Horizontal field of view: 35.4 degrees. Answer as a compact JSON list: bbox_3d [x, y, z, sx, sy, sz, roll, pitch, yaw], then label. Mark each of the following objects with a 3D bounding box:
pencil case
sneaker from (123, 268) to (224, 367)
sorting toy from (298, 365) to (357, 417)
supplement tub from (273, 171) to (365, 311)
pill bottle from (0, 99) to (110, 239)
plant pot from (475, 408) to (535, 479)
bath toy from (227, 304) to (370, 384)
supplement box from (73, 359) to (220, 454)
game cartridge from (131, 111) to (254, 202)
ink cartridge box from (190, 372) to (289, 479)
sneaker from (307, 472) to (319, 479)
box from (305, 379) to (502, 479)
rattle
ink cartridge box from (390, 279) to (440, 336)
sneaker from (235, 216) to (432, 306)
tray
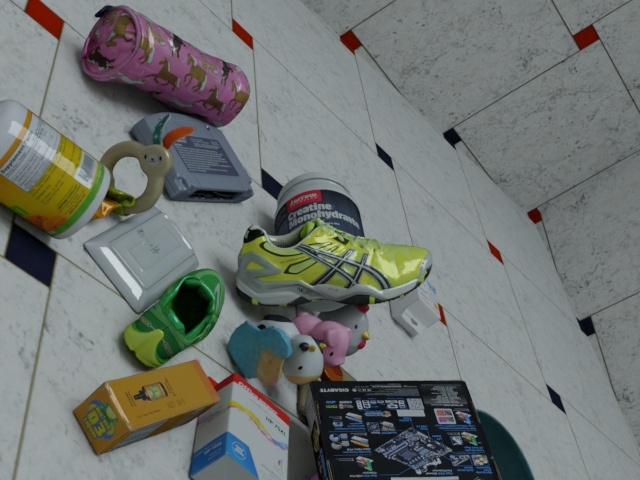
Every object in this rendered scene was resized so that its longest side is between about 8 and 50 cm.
[{"bbox_3d":[-0.311,-0.348,2.065,0.386,0.160,0.167,18,31,-55],"label":"pencil case"},{"bbox_3d":[-0.207,0.114,1.627,0.109,0.123,0.295,52,21,-6],"label":"sneaker"},{"bbox_3d":[0.073,0.343,1.969,0.307,0.041,0.229,43,24,-24],"label":"sorting toy"},{"bbox_3d":[0.000,0.000,2.133,0.191,0.191,0.272,39,26,-33],"label":"supplement tub"},{"bbox_3d":[-0.445,-0.120,1.477,0.246,0.136,0.136,39,26,-32],"label":"pill bottle"},{"bbox_3d":[0.257,0.488,1.888,0.290,0.195,0.290,35,38,-34],"label":"plant pot"},{"bbox_3d":[-0.010,0.182,1.855,0.151,0.129,0.348,53,28,17],"label":"bath toy"},{"bbox_3d":[-0.244,0.234,1.436,0.078,0.080,0.233,58,20,13],"label":"supplement box"},{"bbox_3d":[-0.261,-0.170,2.050,0.196,0.060,0.294,62,23,12],"label":"game cartridge"},{"bbox_3d":[-0.121,0.306,1.576,0.134,0.078,0.231,44,23,-24],"label":"ink cartridge box"},{"bbox_3d":[0.060,0.441,1.735,0.236,0.095,0.104,24,29,-50],"label":"sneaker"},{"bbox_3d":[0.139,0.359,1.689,0.296,0.073,0.293,1,37,-13],"label":"box"},{"bbox_3d":[-0.316,-0.128,1.666,0.143,0.200,0.130,13,45,-59],"label":"rattle"},{"bbox_3d":[0.236,0.162,2.513,0.092,0.090,0.143,42,23,-27],"label":"ink cartridge box"},{"bbox_3d":[0.032,0.036,1.910,0.145,0.385,0.147,-128,-145,-67],"label":"sneaker"},{"bbox_3d":[-0.293,0.020,1.723,0.145,0.030,0.270,51,21,-3],"label":"tray"}]
